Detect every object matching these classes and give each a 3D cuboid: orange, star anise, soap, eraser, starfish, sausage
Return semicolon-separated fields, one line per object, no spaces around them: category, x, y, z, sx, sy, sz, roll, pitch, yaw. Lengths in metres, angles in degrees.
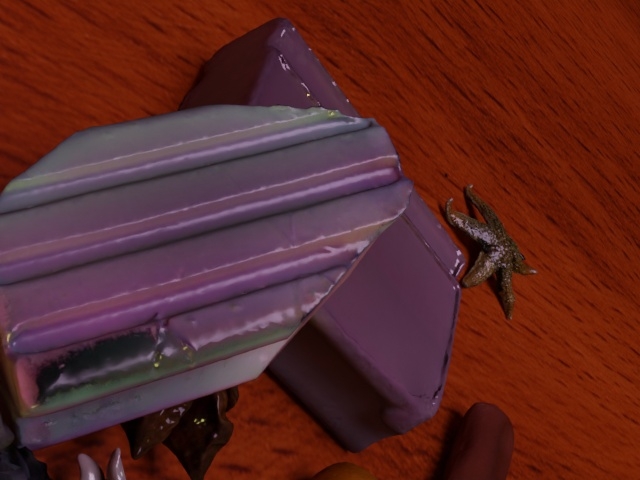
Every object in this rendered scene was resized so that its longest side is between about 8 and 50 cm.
orange;0.023;0.247;1.001;0.083;0.084;0.083;34;46;-44
star anise;-0.126;0.089;0.849;0.196;0.111;0.212;-36;111;-51
soap;-0.089;0.007;0.777;0.324;0.109;0.192;-16;67;-24
eraser;0.000;0.000;1.069;0.359;0.122;0.272;50;36;-29
starfish;0.232;0.020;1.497;0.208;0.053;0.176;53;45;-16
sausage;0.182;0.265;1.248;0.077;0.077;0.194;58;31;-18

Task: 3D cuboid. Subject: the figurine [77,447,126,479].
figurine;-0.149;0.233;0.772;0.098;0.081;0.146;105;-21;-62

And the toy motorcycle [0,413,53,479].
toy motorcycle;-0.294;0.108;0.542;0.401;0.134;0.207;52;29;-32
